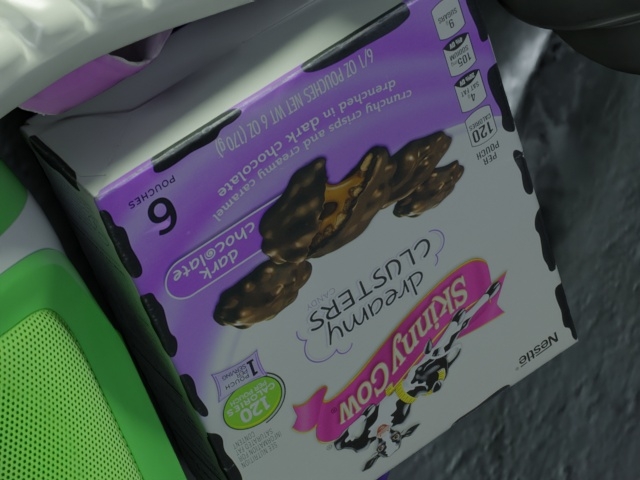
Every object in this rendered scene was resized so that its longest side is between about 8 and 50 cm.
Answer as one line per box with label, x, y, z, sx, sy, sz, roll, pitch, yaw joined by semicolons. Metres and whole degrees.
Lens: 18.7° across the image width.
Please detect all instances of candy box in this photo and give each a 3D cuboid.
candy box;0.000;0.000;0.764;0.165;0.070;0.196;-34;129;-15

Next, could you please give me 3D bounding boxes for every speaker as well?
speaker;-0.114;0.115;0.731;0.131;0.131;0.296;-32;113;-24

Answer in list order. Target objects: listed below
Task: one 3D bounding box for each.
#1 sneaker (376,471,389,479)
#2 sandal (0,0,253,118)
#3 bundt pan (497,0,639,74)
sneaker;-0.013;0.159;0.833;0.068;0.071;0.170;11;93;-32
sandal;-0.124;-0.095;0.680;0.169;0.102;0.416;42;49;14
bundt pan;0.113;-0.209;0.761;0.331;0.124;0.331;30;51;-45
